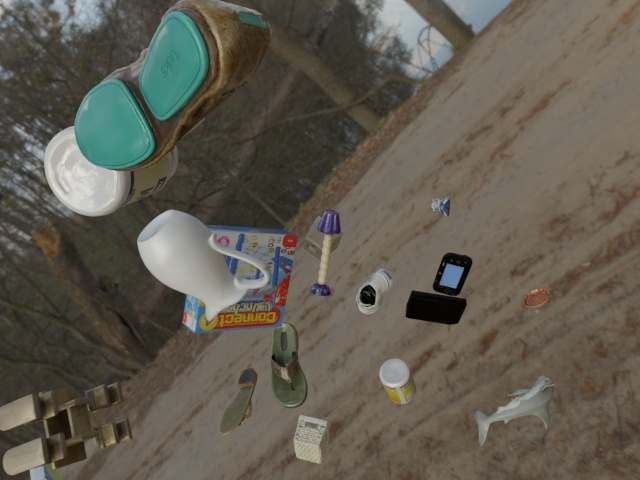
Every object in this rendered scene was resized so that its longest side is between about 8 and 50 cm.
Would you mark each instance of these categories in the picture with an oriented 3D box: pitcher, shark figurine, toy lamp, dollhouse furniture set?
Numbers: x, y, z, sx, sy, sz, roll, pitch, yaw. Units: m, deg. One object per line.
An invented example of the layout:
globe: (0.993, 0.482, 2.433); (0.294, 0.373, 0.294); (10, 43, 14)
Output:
pitcher: (-0.206, 0.034, 0.947); (0.178, 0.207, 0.125); (-27, 30, 22)
shark figurine: (0.560, 0.469, 1.432); (0.278, 0.116, 0.166); (-26, -10, -12)
toy lamp: (0.016, 0.039, 1.704); (0.080, 0.080, 0.274); (-122, 41, -73)
dollhouse furniture set: (-0.485, 0.404, 0.977); (0.161, 0.242, 0.212); (-24, -16, 16)

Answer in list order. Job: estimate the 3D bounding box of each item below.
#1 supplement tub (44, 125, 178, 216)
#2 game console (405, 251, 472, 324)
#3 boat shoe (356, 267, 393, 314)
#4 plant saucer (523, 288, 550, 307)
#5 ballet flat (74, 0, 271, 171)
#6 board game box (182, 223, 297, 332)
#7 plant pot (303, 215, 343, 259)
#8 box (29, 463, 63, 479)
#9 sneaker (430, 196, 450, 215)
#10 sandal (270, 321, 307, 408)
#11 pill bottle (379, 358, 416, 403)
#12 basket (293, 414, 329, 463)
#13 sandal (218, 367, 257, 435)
supplement tub: (-0.561, -0.215, 1.459); (0.235, 0.235, 0.325); (-47, 3, 23)
game console: (0.453, 0.181, 1.959); (0.044, 0.213, 0.361); (-81, 0, -48)
boat shoe: (0.163, 0.189, 1.751); (0.088, 0.096, 0.267); (-35, -13, -28)
plant saucer: (0.695, 0.188, 1.689); (0.083, 0.013, 0.083); (-33, 20, 13)
ballet flat: (-0.169, -0.168, 0.602); (0.124, 0.116, 0.342); (-31, 7, -41)
board game box: (-0.237, 0.113, 1.580); (0.086, 0.308, 0.302); (21, 104, 50)
plant pot: (0.000, 0.000, 1.846); (0.096, 0.109, 0.109); (-48, -13, -30)
box: (-0.729, 0.656, 1.410); (0.042, 0.109, 0.178); (-34, 20, -24)
sneaker: (0.354, -0.100, 1.561); (0.135, 0.058, 0.052); (-28, -62, -72)
sandal: (-0.122, 0.412, 1.763); (0.120, 0.086, 0.303); (-16, 59, 5)
pill bottle: (0.302, 0.550, 2.023); (0.117, 0.215, 0.117); (-10, 49, 12)
basket: (-0.034, 0.751, 1.977); (0.167, 0.113, 0.103); (86, -162, -45)
sandal: (-0.242, 0.531, 1.686); (0.088, 0.079, 0.240); (-12, 37, 28)
